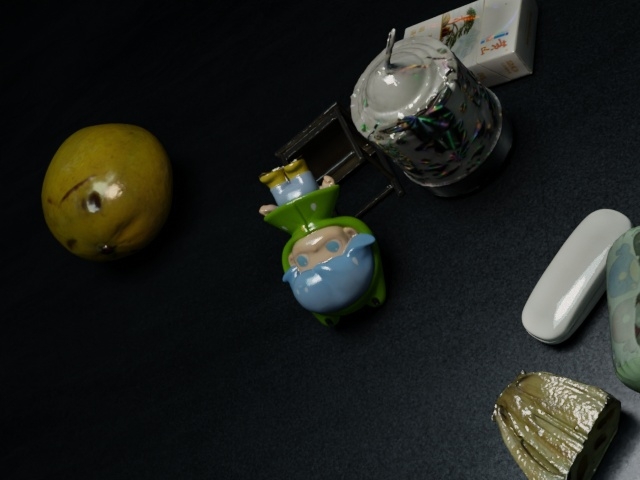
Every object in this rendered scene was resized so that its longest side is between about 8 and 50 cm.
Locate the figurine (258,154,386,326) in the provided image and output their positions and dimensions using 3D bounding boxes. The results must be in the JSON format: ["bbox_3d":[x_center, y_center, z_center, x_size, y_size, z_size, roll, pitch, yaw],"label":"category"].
[{"bbox_3d":[0.000,0.000,1.455,0.162,0.263,0.143,-25,4,10],"label":"figurine"}]

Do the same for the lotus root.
[{"bbox_3d":[0.283,0.223,1.139,0.144,0.070,0.143,38,97,46],"label":"lotus root"}]

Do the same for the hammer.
[{"bbox_3d":[0.487,0.060,1.040,0.335,0.119,0.206,-13,54,29],"label":"hammer"}]

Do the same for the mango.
[{"bbox_3d":[-0.462,-0.126,1.997,0.301,0.220,0.445,-50,36,7],"label":"mango"}]

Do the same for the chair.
[{"bbox_3d":[0.020,-0.150,1.614,0.154,0.141,0.260,-38,45,16],"label":"chair"}]

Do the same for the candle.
[{"bbox_3d":[0.146,-0.201,1.387,0.187,0.330,0.187,-18,58,30],"label":"candle"}]

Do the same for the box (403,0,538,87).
[{"bbox_3d":[0.243,-0.318,1.572,0.233,0.067,0.149,-13,54,37],"label":"box"}]

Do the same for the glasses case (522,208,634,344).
[{"bbox_3d":[0.336,0.046,1.229,0.197,0.049,0.076,-56,40,-3],"label":"glasses case"}]
